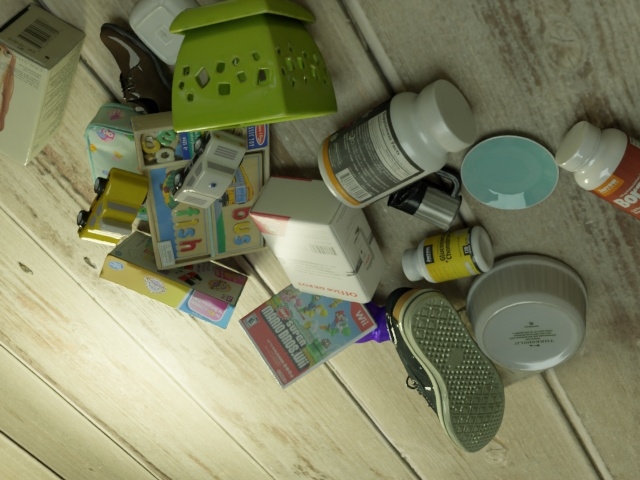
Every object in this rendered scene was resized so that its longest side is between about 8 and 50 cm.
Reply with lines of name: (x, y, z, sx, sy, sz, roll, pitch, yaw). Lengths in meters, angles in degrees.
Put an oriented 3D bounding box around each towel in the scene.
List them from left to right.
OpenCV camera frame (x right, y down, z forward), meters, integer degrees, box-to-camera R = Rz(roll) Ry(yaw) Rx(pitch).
towel: (0.416, 0.264, 1.822, 0.282, 0.049, 0.187, 38, 133, -17)

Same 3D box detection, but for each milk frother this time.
milk frother: (0.215, -0.078, 1.473, 0.135, 0.143, 0.129, 23, 133, -4)

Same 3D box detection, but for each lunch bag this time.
lunch bag: (-0.406, -0.174, 1.626, 0.224, 0.108, 0.279, 16, 137, 6)

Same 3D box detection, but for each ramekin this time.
ramekin: (0.460, 0.173, 1.621, 0.273, 0.127, 0.273, 5, 126, 6)

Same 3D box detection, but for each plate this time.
plate: (0.373, -0.137, 1.442, 0.188, 0.024, 0.188, 10, 137, 9)

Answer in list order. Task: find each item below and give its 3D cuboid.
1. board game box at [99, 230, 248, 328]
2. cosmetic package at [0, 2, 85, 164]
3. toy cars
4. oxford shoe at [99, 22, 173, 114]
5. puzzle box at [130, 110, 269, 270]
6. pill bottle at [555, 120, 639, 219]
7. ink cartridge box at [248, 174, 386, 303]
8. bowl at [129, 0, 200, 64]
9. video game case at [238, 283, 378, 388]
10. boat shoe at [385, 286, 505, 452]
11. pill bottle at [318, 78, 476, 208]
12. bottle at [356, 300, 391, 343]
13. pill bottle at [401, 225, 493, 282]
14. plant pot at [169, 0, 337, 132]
board game box: (-0.347, 0.089, 1.782, 0.317, 0.242, 0.064, 23, 103, -3)
cosmetic package: (-0.609, -0.320, 1.519, 0.129, 0.153, 0.296, 29, 135, -8)
toy cars: (-0.317, -0.087, 1.460, 0.394, 0.087, 0.176, -22, 139, 0)
oxford shoe: (-0.365, -0.328, 1.454, 0.083, 0.096, 0.227, -4, 132, 49)
puzzle box: (-0.243, -0.109, 1.577, 0.272, 0.052, 0.409, -12, 138, -14)
pill bottle: (0.542, -0.126, 1.319, 0.216, 0.121, 0.121, 27, 137, -8)
ink cartridge box: (0.000, 0.000, 1.599, 0.207, 0.117, 0.283, 9, 146, 30)
bowl: (-0.287, -0.403, 1.388, 0.142, 0.053, 0.142, -22, 125, 37)
video game case: (-0.032, 0.201, 1.771, 0.285, 0.025, 0.204, -35, 85, 10)
boat shoe: (0.297, 0.303, 1.740, 0.500, 0.187, 0.156, 59, 165, -26)
pill bottle: (0.143, -0.181, 1.380, 0.278, 0.162, 0.162, -26, 121, 37)
bottle: (0.085, 0.197, 1.820, 0.283, 0.118, 0.092, 9, 138, 10)
pill bottle: (0.276, 0.036, 1.595, 0.184, 0.103, 0.103, -15, 127, 31)
plant pot: (-0.121, -0.308, 1.281, 0.227, 0.228, 0.207, -4, 98, 25)
